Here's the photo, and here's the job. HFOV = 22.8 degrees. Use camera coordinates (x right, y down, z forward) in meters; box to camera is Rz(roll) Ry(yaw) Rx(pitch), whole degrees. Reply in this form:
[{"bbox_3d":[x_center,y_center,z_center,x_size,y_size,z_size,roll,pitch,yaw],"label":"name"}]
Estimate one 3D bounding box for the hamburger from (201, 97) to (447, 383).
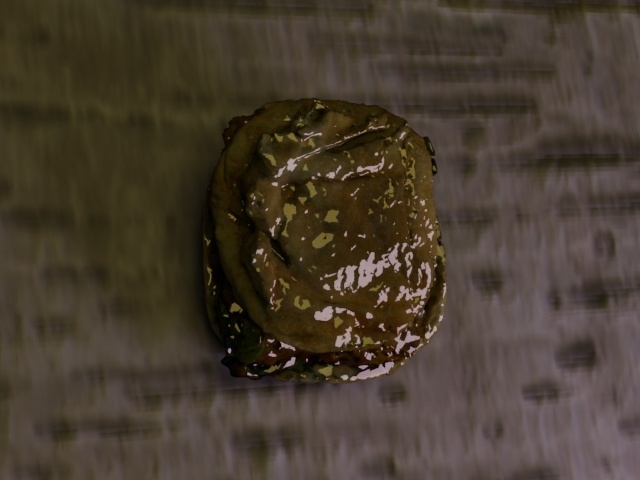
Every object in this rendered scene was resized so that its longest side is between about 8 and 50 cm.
[{"bbox_3d":[0.000,0.000,1.154,0.183,0.130,0.206,-4,94,-24],"label":"hamburger"}]
